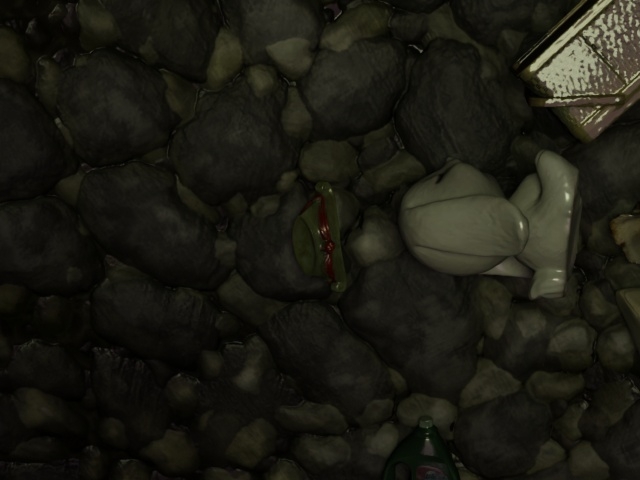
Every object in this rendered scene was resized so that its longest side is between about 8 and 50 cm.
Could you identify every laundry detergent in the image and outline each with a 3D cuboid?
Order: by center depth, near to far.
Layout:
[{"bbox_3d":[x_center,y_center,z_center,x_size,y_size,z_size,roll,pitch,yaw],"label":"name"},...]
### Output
[{"bbox_3d":[0.169,0.397,1.577,0.137,0.063,0.211,-1,105,12],"label":"laundry detergent"}]

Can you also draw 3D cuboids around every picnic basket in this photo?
[{"bbox_3d":[0.406,-0.271,1.320,0.266,0.165,0.139,-43,96,14],"label":"picnic basket"}]

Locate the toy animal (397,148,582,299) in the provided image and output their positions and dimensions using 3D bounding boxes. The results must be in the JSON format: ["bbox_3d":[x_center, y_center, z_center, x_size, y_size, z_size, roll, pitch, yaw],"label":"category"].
[{"bbox_3d":[0.243,-0.022,1.379,0.264,0.271,0.206,6,80,17],"label":"toy animal"}]

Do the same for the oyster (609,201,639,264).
[{"bbox_3d":[0.642,-0.028,1.409,0.395,0.111,0.204,-15,121,9],"label":"oyster"}]

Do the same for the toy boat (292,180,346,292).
[{"bbox_3d":[-0.001,0.001,1.484,0.089,0.071,0.185,8,112,48],"label":"toy boat"}]

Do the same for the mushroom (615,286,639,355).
[{"bbox_3d":[0.654,0.149,1.399,0.407,0.137,0.154,0,62,17],"label":"mushroom"}]
